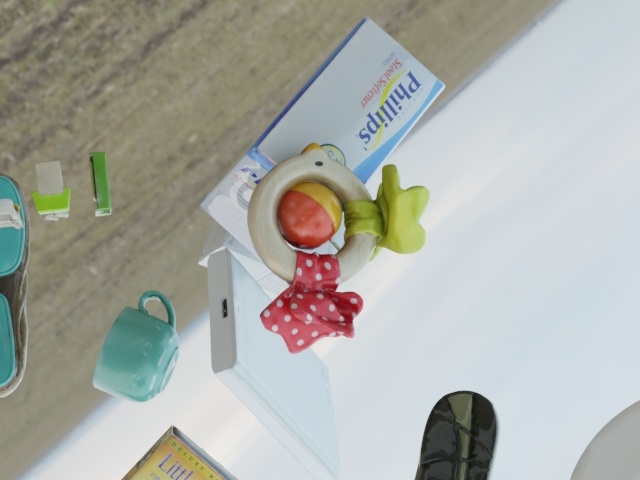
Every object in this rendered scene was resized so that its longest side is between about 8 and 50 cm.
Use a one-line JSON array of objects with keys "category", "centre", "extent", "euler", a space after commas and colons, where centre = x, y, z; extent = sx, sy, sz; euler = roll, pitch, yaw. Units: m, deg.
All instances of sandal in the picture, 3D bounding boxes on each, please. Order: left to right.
[{"category": "sandal", "centre": [0.156, 0.338, 1.453], "extent": [0.086, 0.120, 0.302], "euler": [73, 38, -66]}]

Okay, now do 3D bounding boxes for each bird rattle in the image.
[{"category": "bird rattle", "centre": [0.000, 0.000, 1.411], "extent": [0.253, 0.207, 0.143], "euler": [-45, -177, -15]}]

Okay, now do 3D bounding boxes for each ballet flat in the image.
[{"category": "ballet flat", "centre": [-0.496, 0.073, 1.793], "extent": [0.116, 0.342, 0.124], "euler": [-5, 169, -7]}]

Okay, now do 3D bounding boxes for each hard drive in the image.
[{"category": "hard drive", "centre": [-0.062, 0.177, 1.596], "extent": [0.040, 0.307, 0.203], "euler": [-22, -135, 15]}]

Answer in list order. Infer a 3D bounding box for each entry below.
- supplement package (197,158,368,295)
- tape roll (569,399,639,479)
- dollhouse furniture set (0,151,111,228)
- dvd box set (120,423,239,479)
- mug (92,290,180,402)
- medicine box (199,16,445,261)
[{"category": "supplement package", "centre": [-0.062, -0.023, 1.910], "extent": [0.149, 0.203, 0.194], "euler": [-28, -138, 66]}, {"category": "tape roll", "centre": [0.343, 0.258, 0.976], "extent": [0.246, 0.246, 0.169], "euler": [-42, 146, 7]}, {"category": "dollhouse furniture set", "centre": [-0.281, -0.048, 1.127], "extent": [0.152, 0.058, 0.076], "euler": [-7, 172, -11]}, {"category": "dvd box set", "centre": [-0.268, 0.547, 1.869], "extent": [0.420, 0.307, 0.062], "euler": [-48, -168, 1]}, {"category": "mug", "centre": [-0.262, 0.163, 1.726], "extent": [0.129, 0.097, 0.157], "euler": [-46, 158, -80]}, {"category": "medicine box", "centre": [-0.005, -0.128, 1.615], "extent": [0.263, 0.149, 0.289], "euler": [-52, -174, -23]}]
